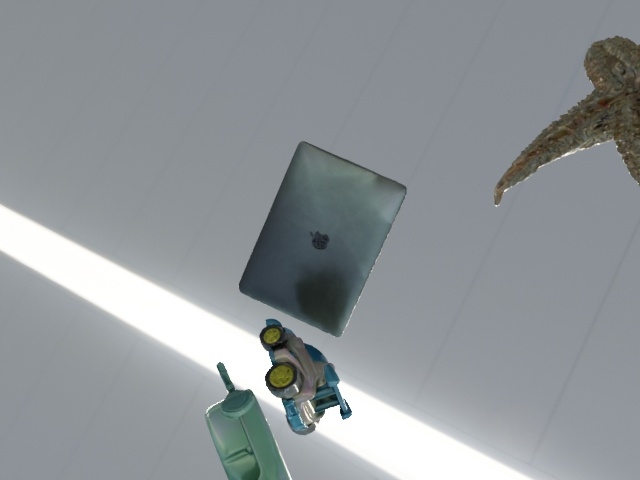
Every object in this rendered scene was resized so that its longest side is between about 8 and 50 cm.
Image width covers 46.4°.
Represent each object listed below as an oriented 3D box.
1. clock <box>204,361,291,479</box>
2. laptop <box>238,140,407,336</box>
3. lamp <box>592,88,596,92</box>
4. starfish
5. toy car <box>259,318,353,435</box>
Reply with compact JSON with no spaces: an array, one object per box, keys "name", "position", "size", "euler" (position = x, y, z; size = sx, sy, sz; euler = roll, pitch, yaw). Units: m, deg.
[{"name":"clock","position":[-0.082,0.245,0.866],"size":[0.066,0.159,0.211],"euler":[-23,-129,-10]},{"name":"laptop","position":[0.000,0.000,1.181],"size":[0.187,0.015,0.269],"euler":[24,-78,2]},{"name":"lamp","position":[0.474,-0.189,1.112],"size":[0.091,0.091,0.163],"euler":[-48,-126,1]},{"name":"starfish","position":[0.279,-0.107,0.640],"size":[0.295,0.048,0.231],"euler":[-42,-136,16]},{"name":"toy car","position":[-0.021,0.181,1.044],"size":[0.098,0.126,0.161],"euler":[-16,-137,2]}]
